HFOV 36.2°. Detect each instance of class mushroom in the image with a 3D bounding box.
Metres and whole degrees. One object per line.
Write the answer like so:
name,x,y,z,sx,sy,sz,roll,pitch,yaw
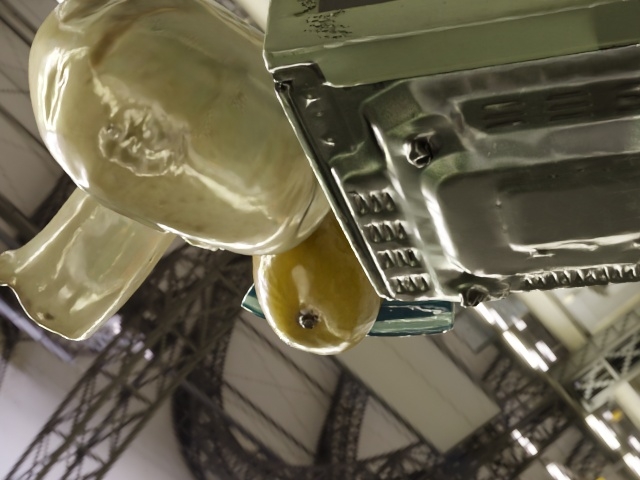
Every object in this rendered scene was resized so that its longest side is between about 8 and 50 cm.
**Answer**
mushroom,-0.159,-0.067,0.924,0.314,0.336,0.314,41,-171,-8

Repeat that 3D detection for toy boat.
toy boat,0.039,0.080,1.366,0.096,0.299,0.061,-87,-2,-47

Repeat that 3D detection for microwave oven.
microwave oven,0.178,-0.107,0.560,0.286,0.355,0.218,63,-155,-52

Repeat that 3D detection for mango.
mango,-0.002,-0.005,1.121,0.331,0.142,0.195,-94,-15,-53
